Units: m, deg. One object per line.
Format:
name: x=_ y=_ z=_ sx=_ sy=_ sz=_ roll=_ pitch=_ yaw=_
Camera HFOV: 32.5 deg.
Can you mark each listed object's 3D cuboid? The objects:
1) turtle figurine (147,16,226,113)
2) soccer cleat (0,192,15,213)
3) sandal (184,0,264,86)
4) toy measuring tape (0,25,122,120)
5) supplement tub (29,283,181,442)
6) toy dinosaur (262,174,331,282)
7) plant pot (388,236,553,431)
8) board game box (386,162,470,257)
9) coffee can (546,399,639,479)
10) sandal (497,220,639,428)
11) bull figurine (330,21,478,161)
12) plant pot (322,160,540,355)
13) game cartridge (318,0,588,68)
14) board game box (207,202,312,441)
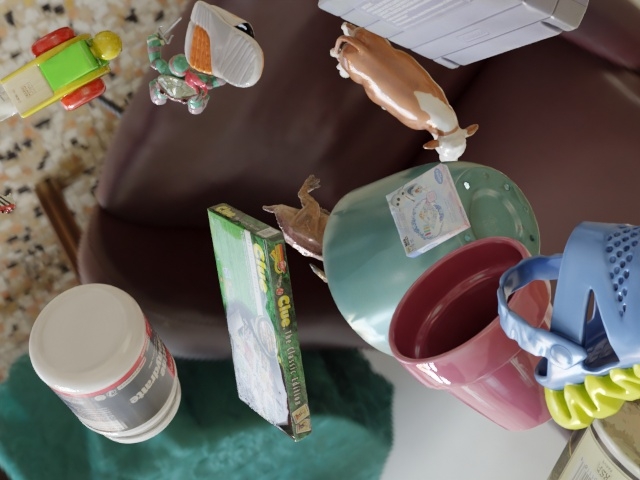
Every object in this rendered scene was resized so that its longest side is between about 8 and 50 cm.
turtle figurine: x=-0.253 y=-0.308 z=2.012 sx=0.118 sy=0.175 sz=0.234 roll=-59 pitch=-178 yaw=-20
soccer cleat: x=-0.518 y=-0.061 z=1.721 sx=0.083 sy=0.035 sz=0.029 roll=2 pitch=153 yaw=-43
sandal: x=-0.134 y=-0.293 z=1.706 sx=0.076 sy=0.265 sz=0.102 roll=4 pitch=114 yaw=-34
toy measuring tape: x=-0.415 y=-0.224 z=1.611 sx=0.330 sy=0.121 sz=0.121 roll=-25 pitch=149 yaw=24
supplement tub: x=-0.350 y=0.211 z=1.832 sx=0.191 sy=0.191 sz=0.272 roll=-31 pitch=148 yaw=-8
toy dinosaur: x=0.000 y=0.000 z=2.133 sx=0.200 sy=0.296 sz=0.127 roll=-57 pitch=168 yaw=-36
plant pot: x=0.212 y=0.127 z=1.327 sx=0.201 sy=0.201 sz=0.180 roll=-40 pitch=114 yaw=5
board game box: x=0.136 y=-0.038 z=1.396 sx=0.090 sy=0.090 sz=0.020 roll=-31 pitch=154 yaw=29
coffee can: x=0.327 y=0.309 z=1.166 sx=0.202 sy=0.201 sz=0.275 roll=-3 pitch=127 yaw=-36
sandal: x=0.237 y=0.038 z=0.828 sx=0.126 sy=0.138 sz=0.317 roll=-42 pitch=178 yaw=-38
bull figurine: x=0.138 y=-0.261 z=1.904 sx=0.101 sy=0.188 sz=0.310 roll=-47 pitch=115 yaw=-1
plant pot: x=0.189 y=0.013 z=1.675 sx=0.293 sy=0.293 sz=0.235 roll=0 pitch=162 yaw=-39
game cartridge: x=0.146 y=-0.302 z=1.359 sx=0.230 sy=0.355 sz=0.068 roll=26 pitch=84 yaw=-16
board game box: x=-0.071 y=0.095 z=1.278 sx=0.030 sy=0.136 sz=0.259 roll=-19 pitch=117 yaw=-26
